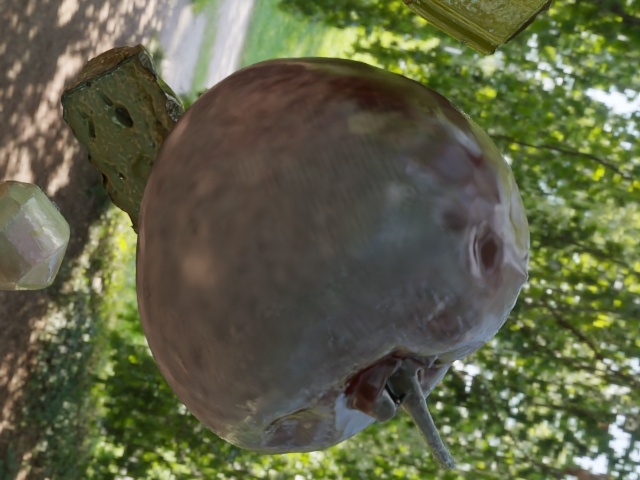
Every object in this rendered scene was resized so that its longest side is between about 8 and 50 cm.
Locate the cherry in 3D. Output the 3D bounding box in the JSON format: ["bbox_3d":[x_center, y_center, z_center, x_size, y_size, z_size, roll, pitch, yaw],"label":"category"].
[{"bbox_3d":[-0.010,0.009,0.723,0.326,0.335,0.291,-57,148,-4],"label":"cherry"}]

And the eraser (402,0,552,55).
[{"bbox_3d":[0.236,-0.382,1.311,0.158,0.226,0.069,-44,-132,30],"label":"eraser"}]

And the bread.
[{"bbox_3d":[-0.201,-0.107,1.002,0.088,0.128,0.232,-85,153,-65],"label":"bread"}]

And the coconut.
[{"bbox_3d":[-0.484,-0.001,1.390,0.183,0.171,0.171,59,24,-32],"label":"coconut"}]
